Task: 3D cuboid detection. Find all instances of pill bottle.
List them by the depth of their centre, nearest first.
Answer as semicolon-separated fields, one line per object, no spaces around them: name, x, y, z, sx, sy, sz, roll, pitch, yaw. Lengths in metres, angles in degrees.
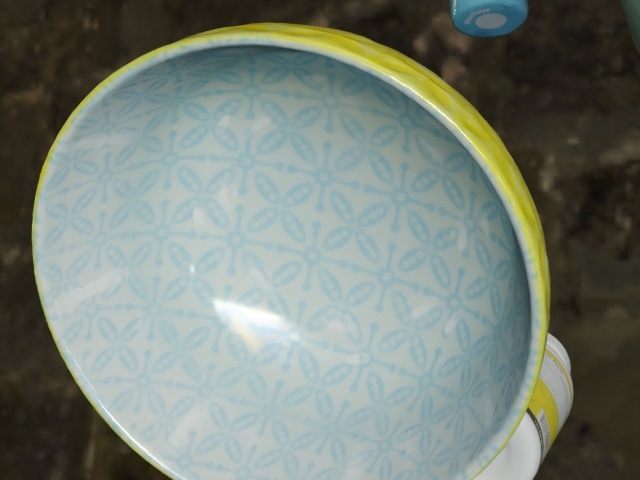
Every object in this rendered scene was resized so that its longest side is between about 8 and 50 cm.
pill bottle;0.155;0.139;1.297;0.103;0.103;0.184;-2;-164;23

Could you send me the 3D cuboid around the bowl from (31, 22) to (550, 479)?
bowl;0.000;0.000;0.876;0.289;0.290;0.156;-1;-158;21

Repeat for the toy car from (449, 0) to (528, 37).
toy car;0.133;-0.335;1.352;0.210;0.219;0.238;-19;153;39

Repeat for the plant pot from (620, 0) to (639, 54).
plant pot;0.334;-0.235;1.144;0.196;0.293;0.293;37;148;-32
